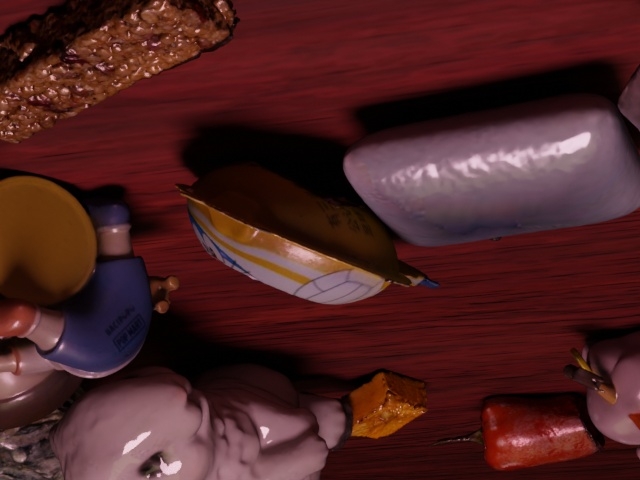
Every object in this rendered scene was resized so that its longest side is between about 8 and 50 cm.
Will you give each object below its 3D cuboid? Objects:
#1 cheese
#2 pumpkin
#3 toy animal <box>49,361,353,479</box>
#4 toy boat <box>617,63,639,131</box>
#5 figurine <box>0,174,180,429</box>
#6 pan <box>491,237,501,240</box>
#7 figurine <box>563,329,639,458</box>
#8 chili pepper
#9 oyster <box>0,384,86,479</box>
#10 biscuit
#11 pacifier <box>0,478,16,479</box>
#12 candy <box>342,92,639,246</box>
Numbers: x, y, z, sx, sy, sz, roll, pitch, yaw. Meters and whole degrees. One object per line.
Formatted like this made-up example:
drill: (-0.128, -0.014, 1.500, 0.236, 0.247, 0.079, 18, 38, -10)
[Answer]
cheese: (0.000, 0.000, 0.969, 0.177, 0.069, 0.270, 25, -175, 29)
pumpkin: (0.061, 0.171, 1.457, 0.083, 0.054, 0.074, -38, 145, 25)
toy animal: (-0.126, 0.200, 1.311, 0.258, 0.193, 0.357, -9, 162, 30)
toy boat: (0.293, -0.118, 0.692, 0.276, 0.111, 0.293, -1, 149, -15)
figurine: (-0.236, 0.057, 1.056, 0.158, 0.161, 0.275, 49, 140, -7)
pan: (0.099, -0.009, 1.045, 0.115, 0.023, 0.068, 19, 150, -40)
figurine: (0.311, 0.148, 1.327, 0.112, 0.137, 0.229, -38, 155, 5)
chili pepper: (0.211, 0.212, 1.522, 0.192, 0.084, 0.086, -10, 140, 10)
oyster: (-0.340, 0.167, 1.335, 0.351, 0.158, 0.162, 26, -177, -27)
biscuit: (-0.135, -0.104, 0.788, 0.199, 0.034, 0.064, -19, 152, 37)
pacifier: (-0.379, 0.396, 1.745, 0.344, 0.269, 0.288, 12, 180, -20)
candy: (0.115, -0.044, 0.894, 0.174, 0.071, 0.138, -10, 157, 20)
